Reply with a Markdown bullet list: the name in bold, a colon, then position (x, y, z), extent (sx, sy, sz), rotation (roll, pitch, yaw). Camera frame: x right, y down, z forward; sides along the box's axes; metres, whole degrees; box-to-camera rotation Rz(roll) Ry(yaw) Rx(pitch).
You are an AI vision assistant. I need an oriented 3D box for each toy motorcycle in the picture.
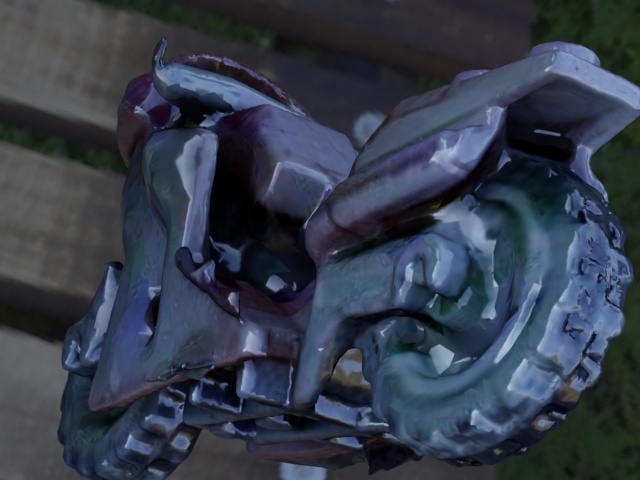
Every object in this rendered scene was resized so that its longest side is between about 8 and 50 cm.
- **toy motorcycle**: position (0.001, 0.000, 0.426), extent (0.082, 0.213, 0.122), rotation (17, 73, -32)
